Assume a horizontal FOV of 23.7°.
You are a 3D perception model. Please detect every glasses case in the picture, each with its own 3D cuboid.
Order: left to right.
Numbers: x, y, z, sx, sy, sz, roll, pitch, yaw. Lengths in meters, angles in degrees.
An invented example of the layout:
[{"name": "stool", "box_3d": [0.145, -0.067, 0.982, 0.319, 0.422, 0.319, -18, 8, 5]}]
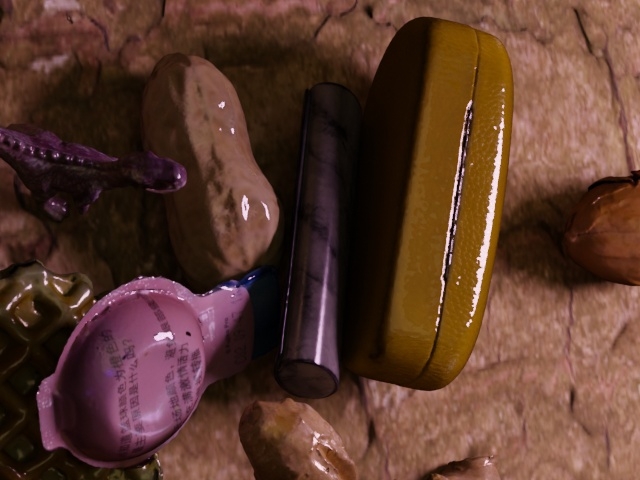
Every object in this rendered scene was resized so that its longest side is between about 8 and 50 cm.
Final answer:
[{"name": "glasses case", "box_3d": [0.000, 0.000, 1.511, 0.060, 0.114, 0.299, 1, 66, 10]}, {"name": "glasses case", "box_3d": [0.112, -0.032, 1.548, 0.141, 0.173, 0.371, 14, 77, -19]}]

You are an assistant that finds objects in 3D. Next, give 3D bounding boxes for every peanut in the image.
[{"name": "peanut", "box_3d": [-0.106, -0.064, 1.494, 0.123, 0.123, 0.256, -15, 88, -24]}]

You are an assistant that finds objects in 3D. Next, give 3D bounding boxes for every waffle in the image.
[{"name": "waffle", "box_3d": [-0.286, 0.165, 1.404, 0.317, 0.073, 0.297, 2, 85, -29]}]

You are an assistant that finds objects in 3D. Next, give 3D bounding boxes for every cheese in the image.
[{"name": "cheese", "box_3d": [-0.140, 0.109, 1.400, 0.286, 0.074, 0.189, -27, 125, -38]}]

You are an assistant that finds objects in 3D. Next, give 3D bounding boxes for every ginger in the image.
[{"name": "ginger", "box_3d": [0.033, 0.342, 1.471, 0.348, 0.122, 0.363, 12, 88, -34]}]

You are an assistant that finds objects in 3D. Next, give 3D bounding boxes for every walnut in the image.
[{"name": "walnut", "box_3d": [0.369, -0.014, 1.675, 0.245, 0.137, 0.137, -1, 80, -26]}]

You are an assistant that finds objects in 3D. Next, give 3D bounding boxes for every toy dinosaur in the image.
[{"name": "toy dinosaur", "box_3d": [-0.257, -0.085, 1.394, 0.251, 0.200, 0.072, 28, 73, -18]}]
